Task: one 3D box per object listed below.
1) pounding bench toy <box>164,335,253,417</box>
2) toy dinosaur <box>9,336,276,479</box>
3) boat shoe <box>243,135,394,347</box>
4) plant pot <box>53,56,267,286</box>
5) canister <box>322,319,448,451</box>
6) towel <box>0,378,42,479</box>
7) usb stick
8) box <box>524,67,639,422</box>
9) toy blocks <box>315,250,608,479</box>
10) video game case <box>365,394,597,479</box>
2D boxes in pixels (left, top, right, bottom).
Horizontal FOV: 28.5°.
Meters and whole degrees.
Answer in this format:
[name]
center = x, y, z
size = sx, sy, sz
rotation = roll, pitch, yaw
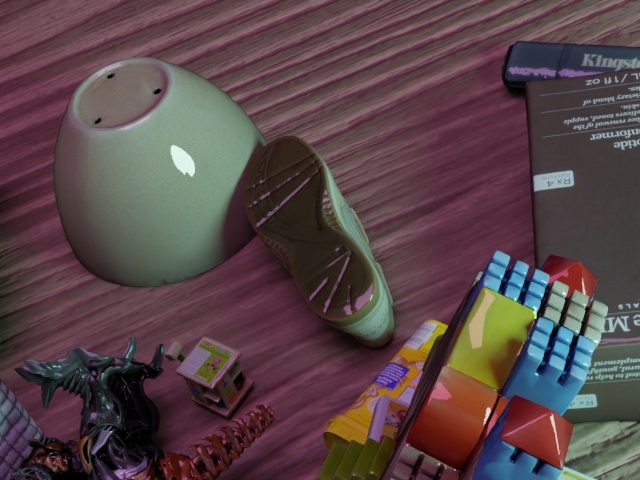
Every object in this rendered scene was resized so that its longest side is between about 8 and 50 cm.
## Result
[pounding bench toy]
center = -0.125, 0.145, 1.374
size = 0.083, 0.065, 0.052
rotation = 20, 58, 31
[toy dinosaur]
center = -0.209, 0.225, 1.299
size = 0.322, 0.164, 0.218
rotation = -13, 75, -11
[boat shoe]
center = 0.000, 0.000, 1.445
size = 0.109, 0.098, 0.302
rotation = -35, 49, 5
[plant pot]
center = -0.212, -0.113, 1.550
size = 0.284, 0.191, 0.284
rotation = -9, 47, 10
[canister]
center = 0.104, 0.171, 1.271
size = 0.126, 0.073, 0.170
rotation = 26, 60, 34
[towel]
center = -0.450, 0.225, 1.299
size = 0.121, 0.235, 0.284
rotation = 9, 52, 32
[usb stick]
center = 0.359, -0.207, 1.542
size = 0.278, 0.045, 0.077
rotation = 7, 52, 24
[box]
center = 0.318, -0.006, 1.315
size = 0.191, 0.143, 0.381
rotation = -7, 50, 12
[toy blocks]
center = 0.134, 0.133, 1.025
size = 0.191, 0.261, 0.381
rotation = 27, 39, 4
[video game case]
center = 0.137, 0.254, 1.118
size = 0.227, 0.026, 0.206
rotation = 22, 39, -2
